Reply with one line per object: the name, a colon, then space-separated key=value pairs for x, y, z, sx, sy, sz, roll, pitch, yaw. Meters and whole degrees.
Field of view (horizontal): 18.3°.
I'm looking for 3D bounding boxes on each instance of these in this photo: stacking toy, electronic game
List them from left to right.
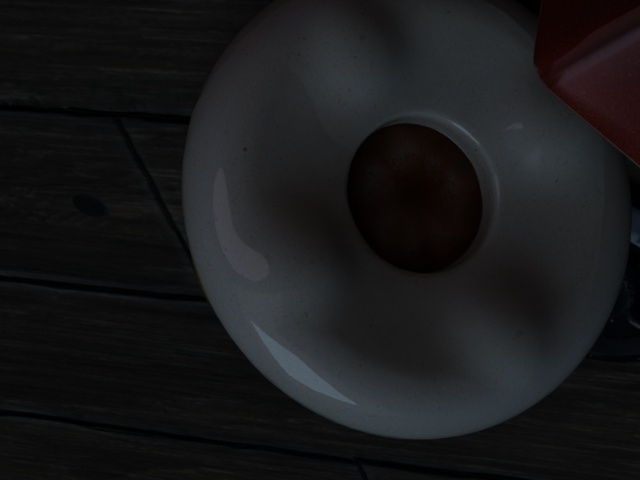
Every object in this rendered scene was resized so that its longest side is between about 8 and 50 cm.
stacking toy: x=0.000 y=0.000 z=1.620 sx=0.350 sy=0.350 sz=0.480 roll=30 pitch=162 yaw=-14
electronic game: x=0.232 y=0.028 z=1.708 sx=0.229 sy=0.048 sz=0.229 roll=18 pitch=145 yaw=13

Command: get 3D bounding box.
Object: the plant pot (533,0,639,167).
plant pot: x=0.316 y=-0.166 z=1.206 sx=0.267 sy=0.267 sz=0.236 roll=37 pitch=131 yaw=-24
